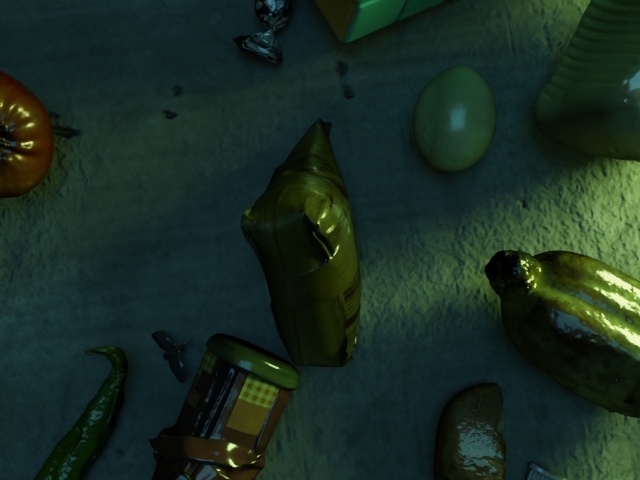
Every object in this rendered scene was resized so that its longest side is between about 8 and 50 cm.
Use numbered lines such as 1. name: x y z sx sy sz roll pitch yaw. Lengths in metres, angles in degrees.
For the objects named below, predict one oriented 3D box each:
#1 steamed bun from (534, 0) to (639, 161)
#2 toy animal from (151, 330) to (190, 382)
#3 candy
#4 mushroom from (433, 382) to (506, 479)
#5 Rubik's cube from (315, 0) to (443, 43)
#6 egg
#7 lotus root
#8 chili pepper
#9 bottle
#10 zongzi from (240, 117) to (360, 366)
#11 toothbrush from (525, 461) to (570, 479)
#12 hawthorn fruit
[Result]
1. steamed bun: 0.486 -0.248 0.755 0.236 0.247 0.383 34 91 -17
2. toy animal: -0.200 0.153 0.825 0.050 0.028 0.084 -36 79 -3
3. candy: -0.075 -0.376 0.900 0.094 0.051 0.226 4 79 13
4. mushroom: 0.196 0.290 0.771 0.094 0.072 0.209 5 81 11
5. Rubik's cube: 0.102 -0.494 0.766 0.290 0.291 0.291 -28 83 -16
6. egg: 0.187 -0.170 0.824 0.114 0.114 0.152 5 77 2
7. lotus root: 0.350 0.105 0.758 0.309 0.173 0.173 31 83 6
8. chili pepper: -0.342 0.303 0.782 0.085 0.076 0.359 24 85 -22
9. bottle: -0.142 0.261 0.754 0.143 0.156 0.271 28 82 -27
10. zongzi: 0.000 0.000 0.826 0.123 0.289 0.260 -6 120 14
11. toothbrush: 0.437 0.381 0.773 0.354 0.024 0.029 24 88 5
12. hawthorn fruit: -0.493 -0.156 0.821 0.226 0.196 0.196 24 81 36
